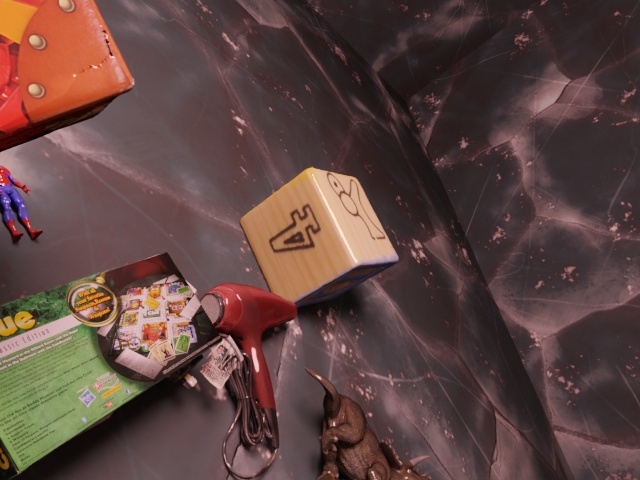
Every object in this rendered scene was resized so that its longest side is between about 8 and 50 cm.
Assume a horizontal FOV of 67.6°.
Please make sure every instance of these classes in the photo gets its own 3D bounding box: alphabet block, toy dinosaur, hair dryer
[{"bbox_3d":[0.000,0.000,0.920,0.192,0.194,0.197,2,59,-60],"label":"alphabet block"},{"bbox_3d":[0.049,0.330,0.768,0.313,0.121,0.160,50,16,-4],"label":"toy dinosaur"},{"bbox_3d":[-0.112,0.171,0.715,0.223,0.080,0.293,62,31,-20],"label":"hair dryer"}]

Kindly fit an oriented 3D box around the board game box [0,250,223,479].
[{"bbox_3d":[-0.219,0.100,0.486,0.136,0.030,0.260,59,28,3],"label":"board game box"}]

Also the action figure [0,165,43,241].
[{"bbox_3d":[-0.367,-0.055,0.562,0.115,0.030,0.038,58,32,6],"label":"action figure"}]

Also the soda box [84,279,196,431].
[{"bbox_3d":[-0.232,0.111,0.558,0.074,0.069,0.216,48,28,-17],"label":"soda box"}]

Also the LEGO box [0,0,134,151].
[{"bbox_3d":[-0.383,-0.231,0.200,0.373,0.193,0.499,-31,111,-25],"label":"LEGO box"}]
